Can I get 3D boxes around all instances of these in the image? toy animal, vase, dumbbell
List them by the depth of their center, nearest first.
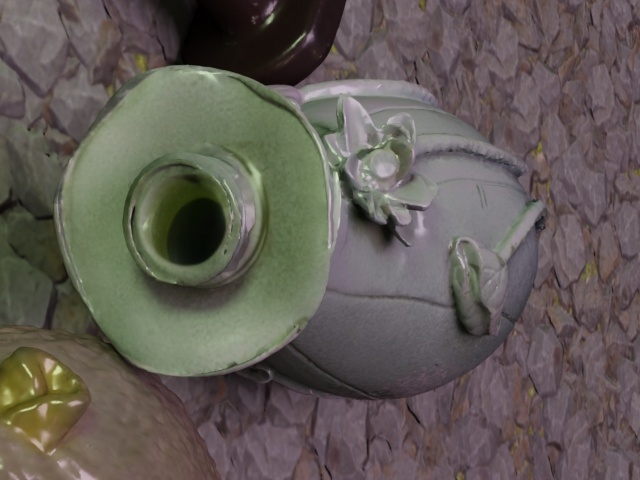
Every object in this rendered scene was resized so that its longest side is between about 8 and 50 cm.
[{"bbox_3d":[-0.167,0.163,1.063,0.358,0.188,0.227,3,84,-57],"label":"toy animal"},{"bbox_3d":[0.000,0.000,1.235,0.445,0.250,0.250,8,80,-68],"label":"vase"},{"bbox_3d":[-0.087,-0.209,1.268,0.225,0.124,0.140,45,51,-43],"label":"dumbbell"}]
